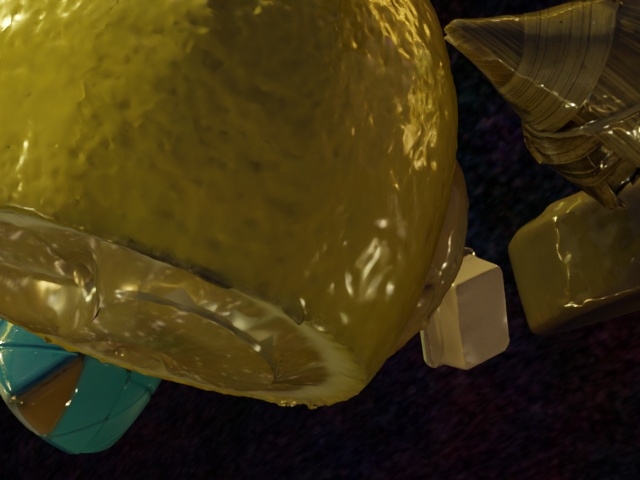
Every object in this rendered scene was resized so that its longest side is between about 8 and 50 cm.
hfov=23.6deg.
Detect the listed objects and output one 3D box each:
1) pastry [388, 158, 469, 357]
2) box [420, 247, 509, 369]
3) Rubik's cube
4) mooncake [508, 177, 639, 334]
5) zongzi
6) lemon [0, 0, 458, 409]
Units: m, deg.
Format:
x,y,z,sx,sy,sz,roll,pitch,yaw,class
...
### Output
x,y,z,sx,sy,sz,roll,pitch,yaw,class
0.000,0.000,1.497,0.316,0.184,0.284,-39,68,6,pastry
0.157,0.078,1.671,0.089,0.062,0.122,-23,114,-35,box
-0.227,0.107,1.538,0.254,0.254,0.254,6,68,-16,Rubik's cube
0.383,0.011,1.976,0.284,0.284,0.155,-14,76,-22,mooncake
0.271,-0.204,1.407,0.286,0.134,0.288,-49,131,5,zongzi
-0.078,-0.083,0.975,0.364,0.364,0.364,6,68,-16,lemon
